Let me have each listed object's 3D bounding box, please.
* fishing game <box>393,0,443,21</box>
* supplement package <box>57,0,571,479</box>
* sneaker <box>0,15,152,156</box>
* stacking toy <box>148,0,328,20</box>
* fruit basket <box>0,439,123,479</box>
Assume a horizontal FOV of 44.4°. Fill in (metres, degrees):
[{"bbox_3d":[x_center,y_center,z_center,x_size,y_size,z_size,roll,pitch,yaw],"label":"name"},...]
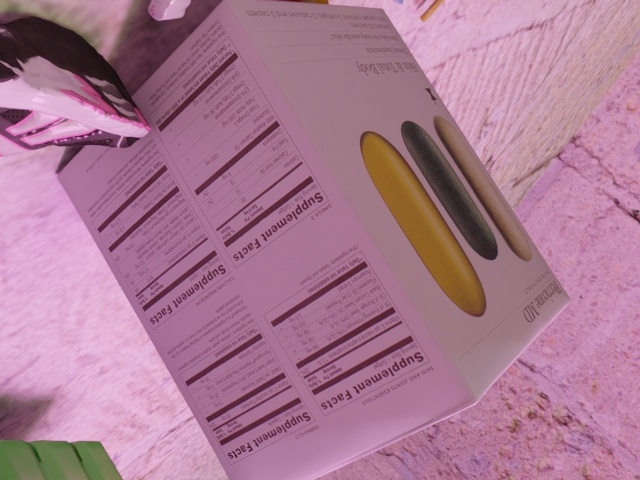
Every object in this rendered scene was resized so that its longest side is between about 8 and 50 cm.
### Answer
[{"bbox_3d":[0.119,-0.279,0.664,0.189,0.041,0.264,-48,164,-3],"label":"fishing game"},{"bbox_3d":[0.000,0.000,0.552,0.198,0.262,0.199,-35,173,34],"label":"supplement package"},{"bbox_3d":[-0.170,-0.073,0.411,0.077,0.072,0.178,-39,159,20],"label":"sneaker"},{"bbox_3d":[-0.016,-0.226,0.441,0.167,0.052,0.221,-27,154,-53],"label":"stacking toy"},{"bbox_3d":[-0.239,0.351,0.618,0.283,0.392,0.392,-22,164,2],"label":"fruit basket"}]
